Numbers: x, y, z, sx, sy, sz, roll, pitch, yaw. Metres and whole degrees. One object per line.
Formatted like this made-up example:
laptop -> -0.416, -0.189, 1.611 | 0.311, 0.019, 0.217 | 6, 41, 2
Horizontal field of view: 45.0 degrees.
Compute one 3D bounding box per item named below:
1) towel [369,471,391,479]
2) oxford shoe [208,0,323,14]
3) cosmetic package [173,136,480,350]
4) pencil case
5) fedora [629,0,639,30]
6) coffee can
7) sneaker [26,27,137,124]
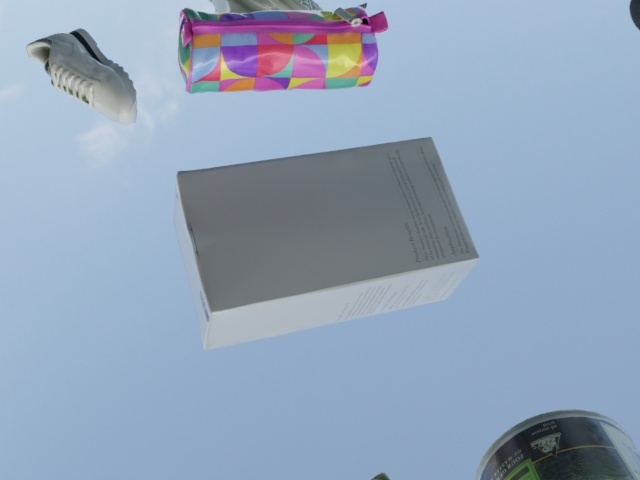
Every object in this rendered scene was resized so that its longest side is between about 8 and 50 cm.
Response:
towel -> 0.073, 0.366, 0.929 | 0.110, 0.027, 0.148 | -37, -122, -1
oxford shoe -> -0.171, -0.487, 1.427 | 0.449, 0.169, 0.130 | 47, -65, 21
cosmetic package -> 0.000, 0.000, 1.094 | 0.385, 0.156, 0.217 | -9, -114, -15
pencil case -> -0.047, -0.225, 0.899 | 0.237, 0.104, 0.104 | -7, -132, -13
fedora -> 0.501, -0.233, 0.869 | 0.276, 0.124, 0.243 | -16, -144, 13
coffee can -> 0.295, 0.342, 0.811 | 0.202, 0.201, 0.275 | -23, -155, 6
sneaker -> -0.377, -0.254, 1.236 | 0.095, 0.090, 0.235 | -20, -130, -41
